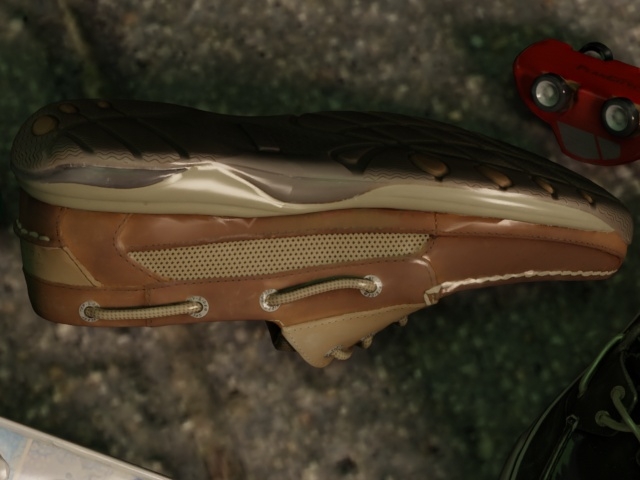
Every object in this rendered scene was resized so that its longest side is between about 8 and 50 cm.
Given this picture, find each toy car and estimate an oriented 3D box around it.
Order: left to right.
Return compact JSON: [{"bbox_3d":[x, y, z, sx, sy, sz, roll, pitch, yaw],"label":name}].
[{"bbox_3d":[0.220,-0.027,0.969,0.239,0.053,0.225,5,31,-3],"label":"toy car"}]

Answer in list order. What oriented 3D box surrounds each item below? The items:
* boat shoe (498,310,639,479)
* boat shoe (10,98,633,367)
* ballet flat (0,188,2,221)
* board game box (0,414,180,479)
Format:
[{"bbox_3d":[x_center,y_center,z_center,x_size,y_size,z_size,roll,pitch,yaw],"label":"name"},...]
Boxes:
[{"bbox_3d":[0.163,0.086,0.980,0.078,0.070,0.219,35,76,6],"label":"boat shoe"},{"bbox_3d":[0.000,0.000,0.983,0.324,0.123,0.116,5,109,-11],"label":"boat shoe"},{"bbox_3d":[-0.226,0.060,0.914,0.096,0.095,0.280,-8,38,13],"label":"ballet flat"},{"bbox_3d":[-0.198,0.258,0.777,0.390,0.050,0.390,24,85,-24],"label":"board game box"}]
